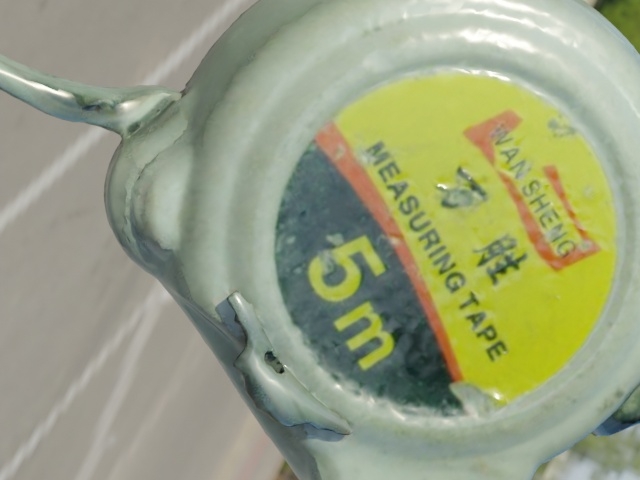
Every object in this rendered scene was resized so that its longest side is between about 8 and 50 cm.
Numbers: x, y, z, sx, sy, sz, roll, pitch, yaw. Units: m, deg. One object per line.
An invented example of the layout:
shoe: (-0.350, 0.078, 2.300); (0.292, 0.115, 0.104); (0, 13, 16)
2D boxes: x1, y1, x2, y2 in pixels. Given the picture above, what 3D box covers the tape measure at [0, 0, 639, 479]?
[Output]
tape measure: (-0.020, -0.069, 0.486); (0.164, 0.330, 0.084); (-33, -167, -9)
